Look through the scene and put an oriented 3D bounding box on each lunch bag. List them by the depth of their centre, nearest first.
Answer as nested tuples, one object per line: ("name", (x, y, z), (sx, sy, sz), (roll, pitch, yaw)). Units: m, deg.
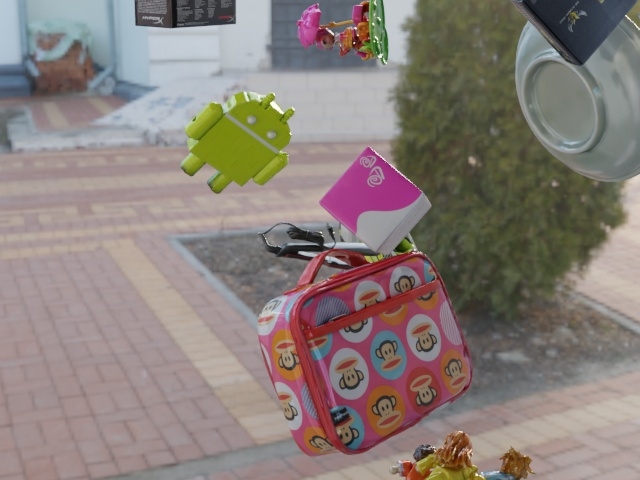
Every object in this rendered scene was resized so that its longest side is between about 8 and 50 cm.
("lunch bag", (0.060, 0.132, 1.242), (0.293, 0.258, 0.120), (-18, -2, -42))

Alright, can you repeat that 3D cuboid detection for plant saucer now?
("plant saucer", (0.517, -0.291, 1.862), (0.101, 0.400, 0.400), (-26, 23, -23))

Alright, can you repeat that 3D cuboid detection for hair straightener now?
("hair straightener", (0.000, 0.000, 1.663), (0.231, 0.089, 0.047), (11, 27, 1))

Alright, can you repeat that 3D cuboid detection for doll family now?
("doll family", (0.229, 0.366, 1.303), (0.263, 0.118, 0.163), (25, 59, 3))

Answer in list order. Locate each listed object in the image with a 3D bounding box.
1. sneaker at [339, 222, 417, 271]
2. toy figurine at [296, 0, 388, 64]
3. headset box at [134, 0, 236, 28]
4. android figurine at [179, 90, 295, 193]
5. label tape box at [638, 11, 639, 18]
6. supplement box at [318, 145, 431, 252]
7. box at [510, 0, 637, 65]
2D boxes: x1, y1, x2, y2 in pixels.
("sneaker", (0.134, 0.058, 2.020), (0.147, 0.384, 0.145), (16, 48, 25))
("toy figurine", (0.037, -0.394, 1.728), (0.159, 0.130, 0.173), (1, -22, 15))
("headset box", (-0.282, -0.600, 1.919), (0.110, 0.293, 0.218), (12, 21, 31))
("android figurine", (-0.177, -0.221, 2.033), (0.248, 0.273, 0.056), (36, 24, -37))
("label tape box", (0.545, -0.241, 1.067), (0.106, 0.240, 0.334), (-35, 1, -7))
("supplement box", (0.087, -0.054, 1.376), (0.111, 0.114, 0.220), (42, 6, 8))
("box", (0.474, -0.458, 1.627), (0.183, 0.232, 0.059), (38, 5, -28))
